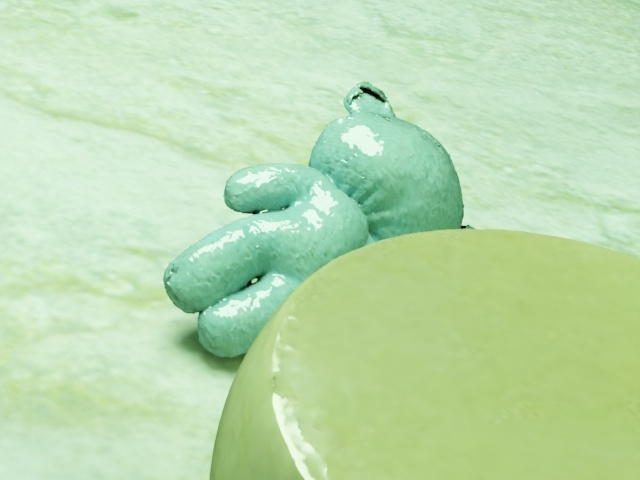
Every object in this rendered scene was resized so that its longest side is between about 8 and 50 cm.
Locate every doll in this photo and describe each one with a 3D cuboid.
[{"bbox_3d":[-0.001,0.001,0.613,0.179,0.075,0.120,-33,92,-25],"label":"doll"}]

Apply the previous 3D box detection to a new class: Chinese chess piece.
[{"bbox_3d":[0.091,0.103,0.454,0.273,0.102,0.273,9,33,-6],"label":"Chinese chess piece"}]
